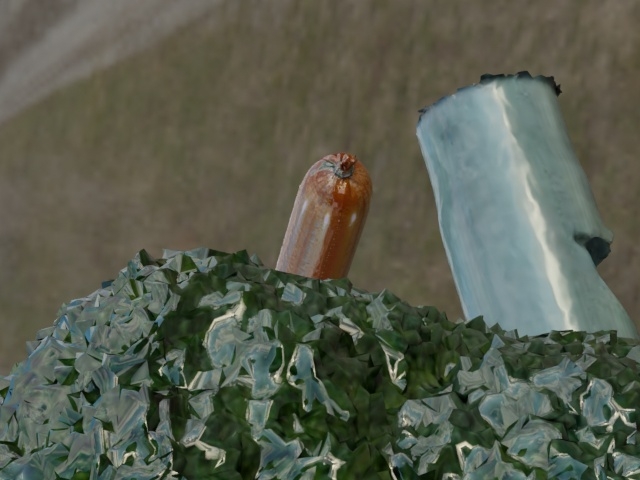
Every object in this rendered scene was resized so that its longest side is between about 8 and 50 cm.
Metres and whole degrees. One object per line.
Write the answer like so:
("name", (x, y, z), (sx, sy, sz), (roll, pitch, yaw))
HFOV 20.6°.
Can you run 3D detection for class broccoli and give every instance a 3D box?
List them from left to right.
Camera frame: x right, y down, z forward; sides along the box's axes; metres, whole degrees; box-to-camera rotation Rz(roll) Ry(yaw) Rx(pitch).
("broccoli", (0.014, 0.166, 0.349), (0.321, 0.304, 0.283), (53, 153, 23))

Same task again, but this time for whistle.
("whistle", (0.098, 0.086, 0.610), (0.062, 0.062, 0.312), (121, 140, -57))

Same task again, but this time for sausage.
("sausage", (0.000, 0.000, 0.703), (0.107, 0.031, 0.031), (105, 164, -51))
